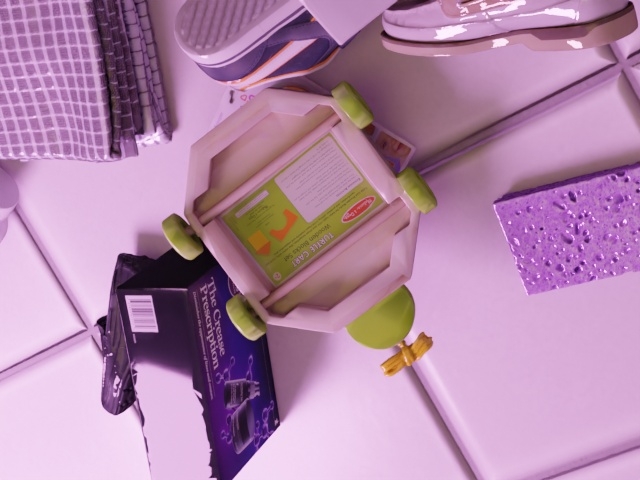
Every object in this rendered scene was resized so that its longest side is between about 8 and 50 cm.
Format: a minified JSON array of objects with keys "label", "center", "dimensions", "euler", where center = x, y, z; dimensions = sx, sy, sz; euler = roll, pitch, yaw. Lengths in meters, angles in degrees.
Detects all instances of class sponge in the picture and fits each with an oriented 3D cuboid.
[{"label":"sponge","center":[0.304,-0.015,1.557],"dimensions":[0.210,0.031,0.117],"euler":[-14,103,27]}]

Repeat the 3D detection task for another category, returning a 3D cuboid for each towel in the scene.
[{"label":"towel","center":[-0.325,-0.224,1.701],"dimensions":[0.235,0.121,0.283],"euler":[-1,110,25]}]

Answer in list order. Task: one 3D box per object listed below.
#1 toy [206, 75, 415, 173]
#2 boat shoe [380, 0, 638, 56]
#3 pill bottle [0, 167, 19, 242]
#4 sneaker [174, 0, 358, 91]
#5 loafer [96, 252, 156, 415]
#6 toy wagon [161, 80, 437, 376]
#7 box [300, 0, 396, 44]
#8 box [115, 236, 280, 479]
[{"label":"toy","center":[-0.023,-0.111,1.650],"dimensions":[0.237,0.056,0.137],"euler":[32,118,9]},{"label":"boat shoe","center":[0.180,-0.252,1.446],"dimensions":[0.302,0.113,0.103],"euler":[2,117,42]},{"label":"pill bottle","center":[-0.474,-0.014,1.853],"dimensions":[0.112,0.112,0.186],"euler":[45,121,2]},{"label":"sneaker","center":[0.001,-0.278,1.545],"dimensions":[0.321,0.127,0.126],"euler":[-30,61,8]},{"label":"loafer","center":[-0.251,0.120,1.833],"dimensions":[0.078,0.076,0.223],"euler":[23,113,20]},{"label":"toy wagon","center":[0.000,0.000,1.597],"dimensions":[0.267,0.068,0.344],"euler":[-37,94,11]},{"label":"box","center":[0.084,-0.385,1.324],"dimensions":[0.345,0.215,0.168],"euler":[-37,123,13]},{"label":"box","center":[-0.143,0.146,1.729],"dimensions":[0.103,0.184,0.261],"euler":[-1,109,21]}]
